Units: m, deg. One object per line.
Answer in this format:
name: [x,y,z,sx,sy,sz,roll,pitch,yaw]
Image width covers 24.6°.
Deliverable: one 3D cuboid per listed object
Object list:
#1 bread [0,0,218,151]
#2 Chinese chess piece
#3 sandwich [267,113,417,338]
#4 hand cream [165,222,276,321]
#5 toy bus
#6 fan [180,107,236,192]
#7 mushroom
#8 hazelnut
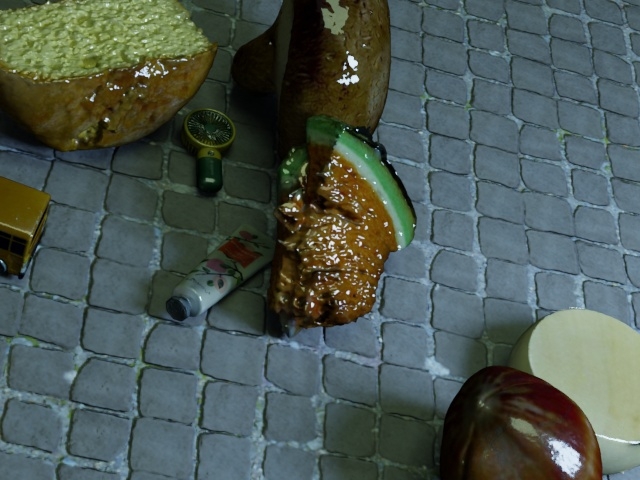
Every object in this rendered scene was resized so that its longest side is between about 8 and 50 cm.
bread: [-0.335,-0.240,2.149,0.340,0.179,0.194,-15,55,-29]
Chinese chess piece: [0.383,0.215,2.088,0.251,0.097,0.250,12,47,-13]
sandwich: [0.000,0.000,2.080,0.162,0.250,0.301,2,59,39]
hand cream: [-0.136,0.044,2.071,0.080,0.050,0.234,33,40,13]
toy bus: [-0.471,-0.039,1.955,0.201,0.114,0.098,21,47,-6]
fan: [-0.171,-0.132,2.213,0.082,0.039,0.155,9,49,-16]
mushroom: [0.008,-0.275,2.210,0.239,0.345,0.345,-19,58,-15]
hazelnut: [0.246,0.269,1.902,0.230,0.229,0.229,11,47,-12]
